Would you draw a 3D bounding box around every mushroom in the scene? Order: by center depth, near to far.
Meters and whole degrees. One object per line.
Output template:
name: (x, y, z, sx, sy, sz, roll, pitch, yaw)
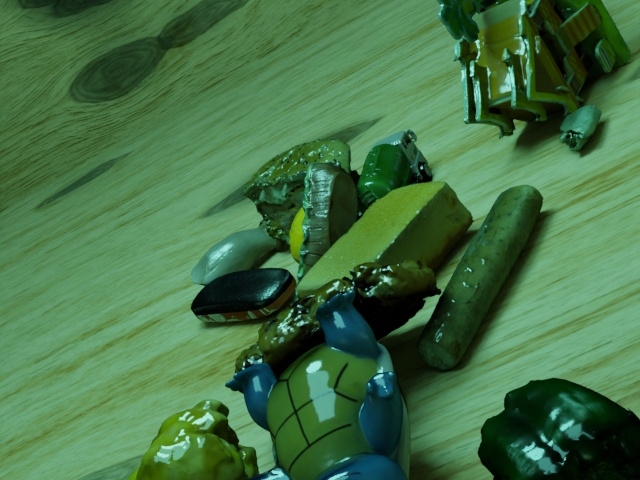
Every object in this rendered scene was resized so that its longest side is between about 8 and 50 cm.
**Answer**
mushroom: (-0.169, 0.031, 2.359, 0.212, 0.088, 0.097, -36, -8, -15)

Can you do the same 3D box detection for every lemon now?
lemon: (0.000, -0.014, 2.132, 0.114, 0.114, 0.155, -157, 78, -66)

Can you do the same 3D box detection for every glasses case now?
glasses case: (-0.149, 0.104, 2.196, 0.267, 0.067, 0.103, -9, 32, 50)

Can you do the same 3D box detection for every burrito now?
burrito: (0.438, -0.186, 1.967, 0.074, 0.044, 0.118, -29, 19, 34)

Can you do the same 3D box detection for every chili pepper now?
chili pepper: (0.273, 0.239, 1.160, 0.174, 0.165, 0.261, -28, 21, -14)

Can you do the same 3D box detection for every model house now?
model house: (0.347, -0.360, 2.037, 0.242, 0.357, 0.313, -17, 26, 36)

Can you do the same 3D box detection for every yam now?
yam: (0.245, 0.043, 1.731, 0.083, 0.083, 0.371, -15, 30, 41)

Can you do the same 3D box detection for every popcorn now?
popcorn: (-0.174, 0.348, 1.556, 0.253, 0.191, 0.190, -50, 5, 0)

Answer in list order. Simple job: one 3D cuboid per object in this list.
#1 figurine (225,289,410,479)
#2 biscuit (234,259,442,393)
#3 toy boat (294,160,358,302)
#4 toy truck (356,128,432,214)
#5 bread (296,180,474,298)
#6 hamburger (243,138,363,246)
figurine: (0.008, 0.231, 1.454, 0.298, 0.243, 0.416, -33, 21, 17)
biscuit: (0.016, 0.122, 1.687, 0.334, 0.081, 0.289, -34, -18, 17)
toy boat: (0.007, 0.003, 2.026, 0.099, 0.108, 0.293, 0, 78, 51)
toy truck: (0.129, -0.112, 2.163, 0.101, 0.125, 0.242, -25, 22, 26)
bread: (0.106, 0.028, 1.923, 0.275, 0.114, 0.185, -44, 19, -25)
hamburger: (-0.005, -0.103, 2.279, 0.288, 0.167, 0.192, -14, 31, 42)
